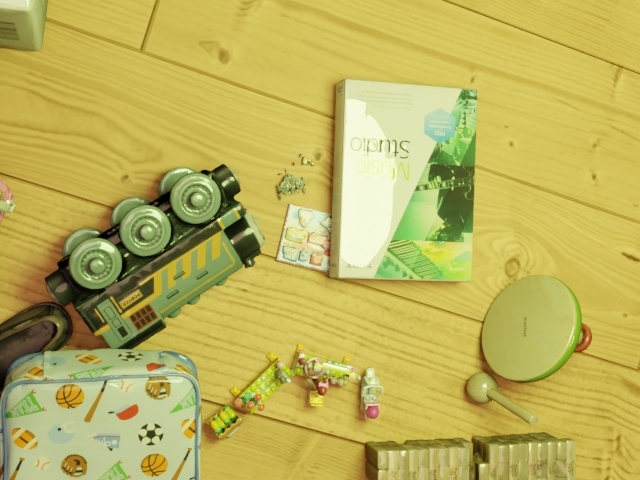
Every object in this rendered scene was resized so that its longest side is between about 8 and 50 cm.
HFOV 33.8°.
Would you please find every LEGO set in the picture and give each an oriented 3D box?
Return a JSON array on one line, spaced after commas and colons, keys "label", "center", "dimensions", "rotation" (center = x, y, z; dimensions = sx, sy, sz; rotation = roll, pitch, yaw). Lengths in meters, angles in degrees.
[{"label": "LEGO set", "center": [-0.042, -0.101, 1.700], "dimensions": [0.054, 0.023, 0.083], "rotation": [17, 87, -12]}, {"label": "LEGO set", "center": [-0.039, 0.237, 1.660], "dimensions": [0.287, 0.107, 0.132], "rotation": [-7, 92, -12]}]

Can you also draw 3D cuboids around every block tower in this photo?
[{"label": "block tower", "center": [0.246, 0.373, 1.733], "dimensions": [0.335, 0.097, 0.091], "rotation": [0, 90, -11]}]

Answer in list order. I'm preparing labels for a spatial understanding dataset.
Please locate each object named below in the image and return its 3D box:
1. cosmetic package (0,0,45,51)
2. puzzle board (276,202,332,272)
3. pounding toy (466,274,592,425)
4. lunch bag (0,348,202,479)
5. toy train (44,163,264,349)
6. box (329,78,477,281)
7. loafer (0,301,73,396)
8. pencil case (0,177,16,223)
[{"label": "cosmetic package", "center": [-0.527, -0.496, 1.436], "dimensions": [0.327, 0.329, 0.394], "rotation": [7, 88, -12]}, {"label": "puzzle board", "center": [0.000, 0.000, 1.717], "dimensions": [0.128, 0.011, 0.096], "rotation": [13, 88, -13]}, {"label": "pounding toy", "center": [0.360, 0.183, 1.736], "dimensions": [0.110, 0.183, 0.237], "rotation": [28, 84, -37]}, {"label": "lunch bag", "center": [-0.324, 0.284, 1.536], "dimensions": [0.303, 0.115, 0.243], "rotation": [0, 107, -12]}, {"label": "toy train", "center": [-0.246, 0.025, 1.607], "dimensions": [0.334, 0.142, 0.190], "rotation": [-34, 109, -12]}, {"label": "box", "center": [0.136, -0.094, 1.717], "dimensions": [0.232, 0.058, 0.322], "rotation": [2, 90, -15]}, {"label": "loafer", "center": [-0.504, 0.195, 1.563], "dimensions": [0.302, 0.095, 0.109], "rotation": [-37, 97, -10]}, {"label": "pencil case", "center": [-0.550, 0.069, 1.478], "dimensions": [0.160, 0.167, 0.386], "rotation": [32, 60, -52]}]
